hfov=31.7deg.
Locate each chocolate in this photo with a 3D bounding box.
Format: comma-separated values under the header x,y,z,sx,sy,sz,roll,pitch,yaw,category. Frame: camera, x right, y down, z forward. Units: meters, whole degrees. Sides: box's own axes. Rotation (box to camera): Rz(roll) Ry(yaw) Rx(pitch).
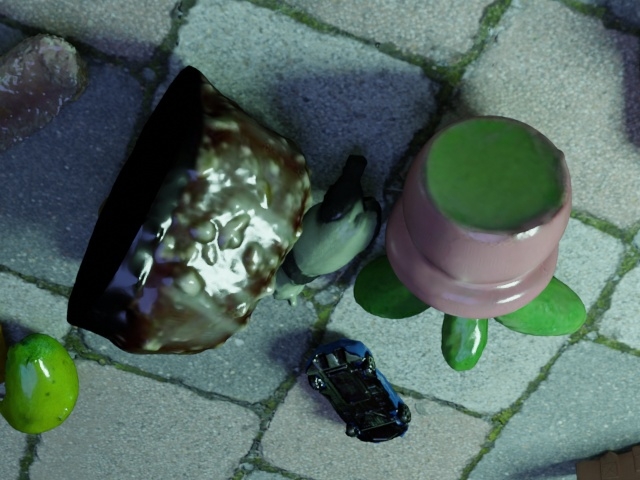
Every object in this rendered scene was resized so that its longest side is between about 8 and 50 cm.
x,y,z,sx,sy,sz,roll,pitch,yaw,category
-0.138,-0.012,1.351,0.210,0.225,0.340,26,87,-25,chocolate

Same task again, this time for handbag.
x,y,z,sx,sy,sz,roll,pitch,yaw,category
0.489,0.365,1.666,0.212,0.157,0.059,-19,117,19,handbag

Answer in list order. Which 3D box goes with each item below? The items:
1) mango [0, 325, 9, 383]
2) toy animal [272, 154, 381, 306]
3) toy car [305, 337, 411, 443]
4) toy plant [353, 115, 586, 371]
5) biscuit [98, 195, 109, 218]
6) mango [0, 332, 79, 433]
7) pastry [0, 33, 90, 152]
x,y,z,sx,sy,sz,roll,pitch,yaw,category
-0.516,0.148,1.636,0.115,0.090,0.178,-4,137,0,mango
0.000,0.000,1.432,0.094,0.121,0.225,36,132,-20,toy animal
0.060,0.221,1.651,0.103,0.063,0.216,-18,131,20,toy car
0.208,0.017,1.386,0.317,0.210,0.356,5,142,0,toy plant
-0.194,0.014,1.523,0.239,0.041,0.212,37,118,-22,biscuit
-0.410,0.210,1.651,0.100,0.119,0.178,17,133,16,mango
-0.391,-0.163,1.359,0.265,0.112,0.103,-28,111,12,pastry
